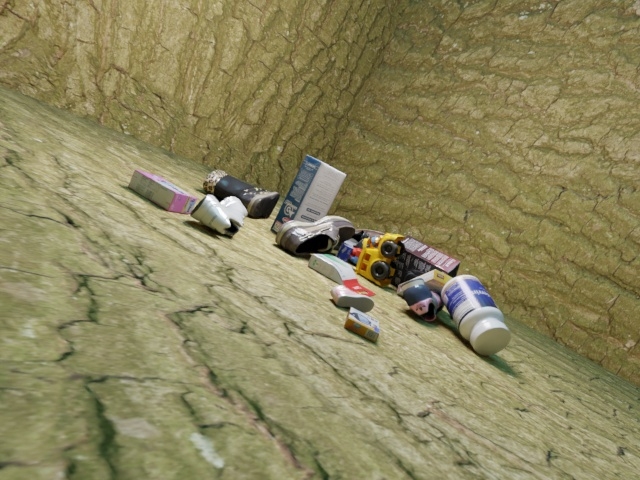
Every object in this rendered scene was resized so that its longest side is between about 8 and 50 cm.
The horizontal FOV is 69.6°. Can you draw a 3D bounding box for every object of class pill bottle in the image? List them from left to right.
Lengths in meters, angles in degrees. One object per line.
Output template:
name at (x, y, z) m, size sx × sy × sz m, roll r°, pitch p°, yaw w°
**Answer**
pill bottle at (0.529, 0.252, 1.576) m, size 0.153 × 0.153 × 0.264 m, roll 23°, pitch 27°, yaw -23°

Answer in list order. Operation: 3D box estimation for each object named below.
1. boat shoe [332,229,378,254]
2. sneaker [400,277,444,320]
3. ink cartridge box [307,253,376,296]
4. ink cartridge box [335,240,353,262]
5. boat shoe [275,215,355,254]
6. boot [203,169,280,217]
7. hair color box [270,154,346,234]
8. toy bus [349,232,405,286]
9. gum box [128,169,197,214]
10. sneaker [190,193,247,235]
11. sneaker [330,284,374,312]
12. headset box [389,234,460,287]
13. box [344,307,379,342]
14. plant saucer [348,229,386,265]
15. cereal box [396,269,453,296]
boat shoe at (0.168, 0.005, 2.082) m, size 0.341 × 0.112 × 0.127 m, roll 12°, pitch 33°, yaw 4°
sneaker at (0.381, 0.241, 1.661) m, size 0.319 × 0.112 × 0.131 m, roll 31°, pitch 36°, yaw -52°
ink cartridge box at (0.087, 0.118, 1.601) m, size 0.225 × 0.056 × 0.181 m, roll 27°, pitch 7°, yaw 19°
ink cartridge box at (0.096, 0.054, 1.908) m, size 0.046 × 0.097 × 0.207 m, roll 26°, pitch 7°, yaw 0°
boat shoe at (0.000, 0.000, 1.729) m, size 0.356 × 0.132 × 0.130 m, roll -10°, pitch 45°, yaw -37°
boot at (-0.359, -0.216, 2.152) m, size 0.284 × 0.138 × 0.377 m, roll 27°, pitch 12°, yaw 5°
hair color box at (-0.051, -0.158, 1.908) m, size 0.105 × 0.347 × 0.174 m, roll 33°, pitch 9°, yaw 40°
toy bus at (0.224, 0.056, 1.904) m, size 0.212 × 0.220 × 0.149 m, roll 23°, pitch 10°, yaw 26°
gum box at (-0.496, -0.153, 1.440) m, size 0.189 × 0.062 × 0.107 m, roll 29°, pitch 7°, yaw 20°
sneaker at (-0.298, -0.066, 1.465) m, size 0.129 × 0.111 × 0.297 m, roll 43°, pitch 13°, yaw 6°
sneaker at (0.085, 0.158, 1.283) m, size 0.135 × 0.050 × 0.070 m, roll 17°, pitch 16°, yaw -33°
headset box at (0.448, 0.143, 1.967) m, size 0.293 × 0.217 × 0.110 m, roll 30°, pitch 43°, yaw 32°
box at (0.103, 0.202, 1.128) m, size 0.081 × 0.028 × 0.136 m, roll 26°, pitch 9°, yaw 4°
plant saucer at (0.237, 0.050, 2.175) m, size 0.311 × 0.050 × 0.310 m, roll 7°, pitch 35°, yaw -5°
cereal box at (0.436, 0.195, 1.798) m, size 0.173 × 0.047 × 0.240 m, roll 24°, pitch -29°, yaw -16°
